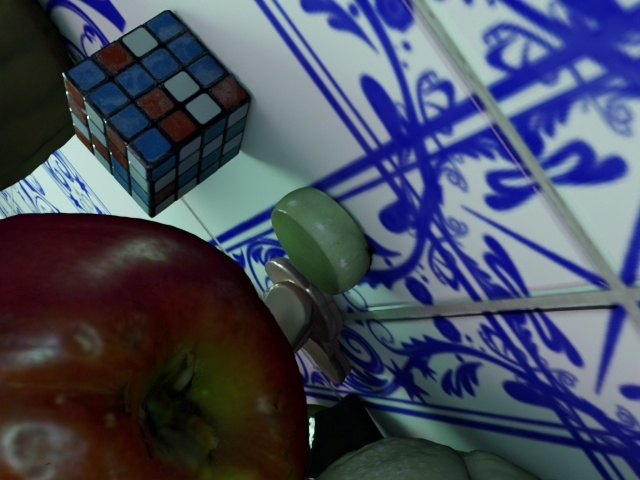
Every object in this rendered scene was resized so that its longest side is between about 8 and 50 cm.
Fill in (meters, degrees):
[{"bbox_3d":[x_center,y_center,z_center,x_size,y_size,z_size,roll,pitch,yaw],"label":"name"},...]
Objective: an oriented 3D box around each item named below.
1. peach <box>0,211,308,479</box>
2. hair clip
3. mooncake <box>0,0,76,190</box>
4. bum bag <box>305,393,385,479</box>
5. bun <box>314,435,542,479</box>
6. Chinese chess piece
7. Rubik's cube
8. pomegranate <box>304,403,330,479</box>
[{"bbox_3d":[-0.211,0.177,0.556,0.416,0.339,0.353,-23,126,32],"label":"peach"},{"bbox_3d":[-0.017,0.073,0.677,0.123,0.102,0.138,39,123,20],"label":"hair clip"},{"bbox_3d":[-0.378,-0.197,0.751,0.290,0.161,0.290,38,154,22],"label":"mooncake"},{"bbox_3d":[0.077,0.283,0.730,0.074,0.137,0.310,-22,110,23],"label":"bum bag"},{"bbox_3d":[0.134,0.293,0.493,0.365,0.219,0.365,61,175,9],"label":"bun"},{"bbox_3d":[0.000,0.000,0.522,0.084,0.034,0.084,43,158,22],"label":"Chinese chess piece"},{"bbox_3d":[-0.117,-0.090,0.520,0.092,0.092,0.092,46,158,6],"label":"Rubik's cube"},{"bbox_3d":[-0.033,0.256,0.833,0.205,0.159,0.159,31,153,14],"label":"pomegranate"}]
